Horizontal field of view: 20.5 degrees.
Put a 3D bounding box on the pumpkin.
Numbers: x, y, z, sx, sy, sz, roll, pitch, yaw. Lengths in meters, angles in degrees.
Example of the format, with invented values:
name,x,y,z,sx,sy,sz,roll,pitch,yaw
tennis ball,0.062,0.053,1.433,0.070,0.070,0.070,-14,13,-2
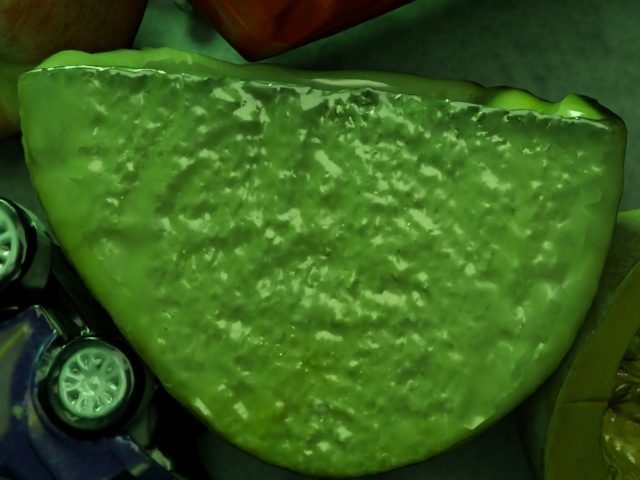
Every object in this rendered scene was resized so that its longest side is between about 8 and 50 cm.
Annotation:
name,x,y,z,sx,sy,sz,roll,pitch,yaw
pumpkin,0.172,0.063,1.038,0.217,0.217,0.110,-44,45,-15

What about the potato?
name,x,y,z,sx,sy,sz,roll,pitch,yaw
potato,0.000,0.000,1.052,0.330,0.280,0.213,6,99,6

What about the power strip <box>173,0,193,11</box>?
name,x,y,z,sx,sy,sz,roll,pitch,yaw
power strip,-0.082,-0.316,1.271,0.098,0.058,0.338,5,67,4

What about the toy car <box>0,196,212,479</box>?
name,x,y,z,sx,sy,sz,roll,pitch,yaw
toy car,-0.176,0.086,1.056,0.158,0.172,0.235,-41,73,3

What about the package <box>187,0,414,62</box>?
name,x,y,z,sx,sy,sz,roll,pitch,yaw
package,0.096,-0.240,1.123,0.423,0.196,0.123,-25,92,-9

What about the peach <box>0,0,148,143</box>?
name,x,y,z,sx,sy,sz,roll,pitch,yaw
peach,-0.232,-0.193,1.140,0.232,0.232,0.257,-12,51,-3
